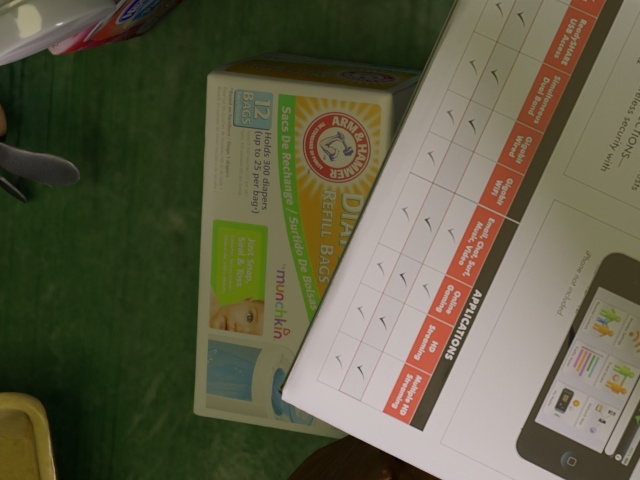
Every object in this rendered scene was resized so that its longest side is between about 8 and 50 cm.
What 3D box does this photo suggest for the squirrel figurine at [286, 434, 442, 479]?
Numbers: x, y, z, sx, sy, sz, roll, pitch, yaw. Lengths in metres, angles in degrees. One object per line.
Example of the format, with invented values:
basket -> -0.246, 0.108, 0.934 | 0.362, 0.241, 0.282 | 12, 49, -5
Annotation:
squirrel figurine -> 0.185, 0.202, 0.974 | 0.397, 0.281, 0.370 | -41, 104, 4

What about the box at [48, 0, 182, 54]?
box -> -0.159, -0.248, 1.076 | 0.128, 0.122, 0.257 | -37, 87, 22

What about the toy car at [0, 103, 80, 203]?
toy car -> -0.228, -0.093, 1.132 | 0.188, 0.149, 0.155 | 42, 156, -18

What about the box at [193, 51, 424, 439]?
box -> 0.000, 0.000, 1.082 | 0.114, 0.103, 0.203 | 7, 104, 19

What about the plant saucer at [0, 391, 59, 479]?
plant saucer -> -0.292, 0.255, 1.258 | 0.333, 0.081, 0.332 | -3, 100, 21

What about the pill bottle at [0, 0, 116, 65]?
pill bottle -> -0.179, -0.188, 0.973 | 0.103, 0.103, 0.184 | -24, 93, 23

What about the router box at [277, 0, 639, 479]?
router box -> 0.187, -0.024, 0.734 | 0.301, 0.082, 0.335 | 26, 101, 8
